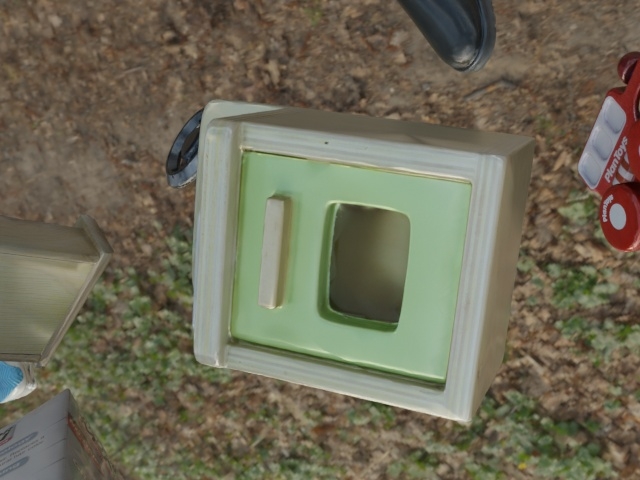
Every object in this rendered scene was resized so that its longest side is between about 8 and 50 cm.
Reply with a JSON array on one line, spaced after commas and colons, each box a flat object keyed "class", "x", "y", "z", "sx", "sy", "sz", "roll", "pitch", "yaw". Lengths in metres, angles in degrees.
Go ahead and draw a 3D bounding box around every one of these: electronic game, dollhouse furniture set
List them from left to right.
[{"class": "dollhouse furniture set", "x": -0.280, "y": -0.035, "z": 0.621, "sx": 0.212, "sy": 0.161, "sz": 0.242, "roll": -54, "pitch": 52, "yaw": 20}, {"class": "electronic game", "x": -0.294, "y": -0.225, "z": 2.104, "sx": 0.048, "sy": 0.229, "sz": 0.229, "roll": 32, "pitch": 142, "yaw": -29}]

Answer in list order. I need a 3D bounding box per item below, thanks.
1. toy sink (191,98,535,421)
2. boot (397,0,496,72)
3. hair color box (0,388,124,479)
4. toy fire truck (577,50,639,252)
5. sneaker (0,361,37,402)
[{"class": "toy sink", "x": 0.000, "y": 0.000, "z": 0.555, "sx": 0.234, "sy": 0.131, "sz": 0.153, "roll": 11, "pitch": 105, "yaw": 19}, {"class": "boot", "x": 0.050, "y": -0.449, "z": 1.544, "sx": 0.146, "sy": 0.444, "sz": 0.367, "roll": 120, "pitch": 141, "yaw": -48}, {"class": "hair color box", "x": -0.238, "y": 0.254, "z": 0.634, "sx": 0.114, "sy": 0.185, "sz": 0.374, "roll": 63, "pitch": 171, "yaw": -16}, {"class": "toy fire truck", "x": 0.486, "y": -0.143, "z": 1.299, "sx": 0.302, "sy": 0.169, "sz": 0.254, "roll": 97, "pitch": 157, "yaw": -44}, {"class": "sneaker", "x": -0.536, "y": 0.233, "z": 1.533, "sx": 0.228, "sy": 0.092, "sz": 0.088, "roll": -21, "pitch": 81, "yaw": 58}]
